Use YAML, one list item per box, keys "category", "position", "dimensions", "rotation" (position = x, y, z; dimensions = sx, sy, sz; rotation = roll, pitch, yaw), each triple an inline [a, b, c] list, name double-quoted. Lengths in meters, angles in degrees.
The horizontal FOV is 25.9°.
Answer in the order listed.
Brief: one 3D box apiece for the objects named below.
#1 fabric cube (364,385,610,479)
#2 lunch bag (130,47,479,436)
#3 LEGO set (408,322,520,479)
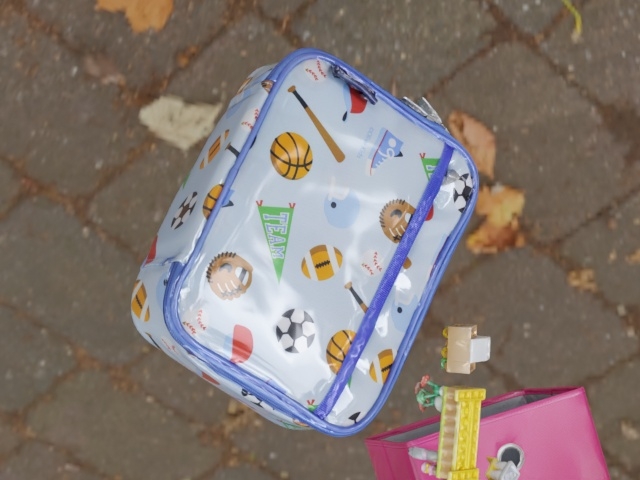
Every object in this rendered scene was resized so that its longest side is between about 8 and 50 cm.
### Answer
- category: "fabric cube"
  position: [0.233, 0.353, 1.856]
  dimensions: [0.254, 0.259, 0.258]
  rotation: [-15, 86, -11]
- category: "lunch bag"
  position: [0.000, 0.000, 1.178]
  dimensions: [0.243, 0.303, 0.115]
  rotation: [34, 162, -20]
- category: "LEGO set"
  position: [0.133, 0.221, 1.450]
  dimensions: [0.107, 0.132, 0.287]
  rotation: [5, 126, 43]
